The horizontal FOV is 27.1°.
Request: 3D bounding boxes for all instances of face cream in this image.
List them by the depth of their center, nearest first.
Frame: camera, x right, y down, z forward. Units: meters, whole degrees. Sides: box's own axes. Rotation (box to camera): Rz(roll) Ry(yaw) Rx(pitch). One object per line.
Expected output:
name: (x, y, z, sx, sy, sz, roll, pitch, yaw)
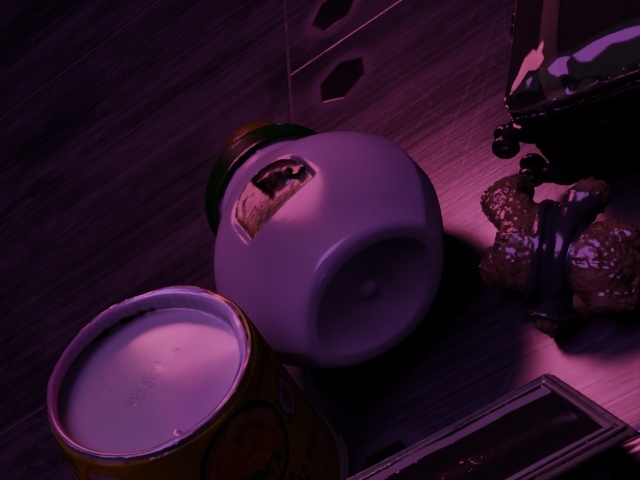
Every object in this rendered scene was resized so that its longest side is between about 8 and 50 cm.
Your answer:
face cream: (0.000, 0.000, 1.707, 0.312, 0.219, 0.357, -48, 30, 2)

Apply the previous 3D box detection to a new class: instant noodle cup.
instant noodle cup: (-0.152, 0.224, 1.538, 0.326, 0.254, 0.325, -12, 43, 11)

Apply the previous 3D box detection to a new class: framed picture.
framed picture: (0.149, 0.226, 1.340, 0.293, 0.018, 0.231, -27, 11, -7)

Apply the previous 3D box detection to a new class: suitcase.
suitcase: (0.402, -0.249, 1.546, 0.434, 0.194, 0.283, -17, 44, 35)

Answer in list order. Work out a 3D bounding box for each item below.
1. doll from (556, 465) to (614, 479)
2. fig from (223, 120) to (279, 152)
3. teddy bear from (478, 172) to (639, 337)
doll: (0.152, 0.321, 1.265, 0.346, 0.098, 0.341, -34, 22, -6)
fig: (-0.055, -0.109, 2.003, 0.126, 0.185, 0.133, -76, -5, -76)
teddy bear: (0.254, 0.016, 1.494, 0.251, 0.129, 0.182, 15, 103, 48)
